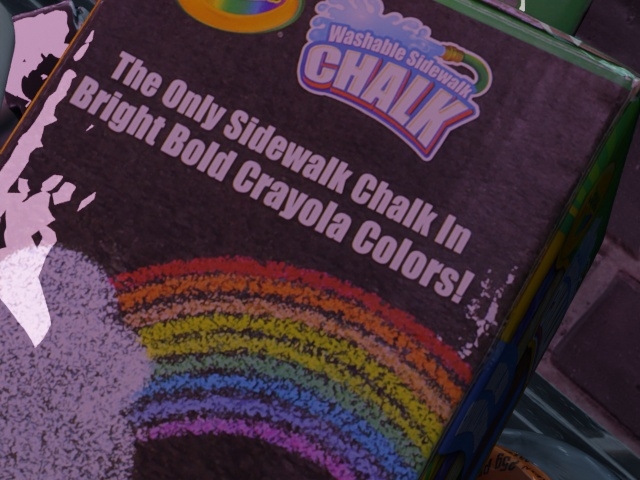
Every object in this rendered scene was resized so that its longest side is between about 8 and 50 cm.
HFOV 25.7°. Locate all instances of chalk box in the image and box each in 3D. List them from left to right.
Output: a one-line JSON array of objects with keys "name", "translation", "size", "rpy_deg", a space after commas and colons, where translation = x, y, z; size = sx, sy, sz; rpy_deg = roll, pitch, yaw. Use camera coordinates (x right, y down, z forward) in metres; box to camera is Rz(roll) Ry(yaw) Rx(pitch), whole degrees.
[{"name": "chalk box", "translation": [0.000, 0.000, 0.521], "size": [0.180, 0.289, 0.179], "rpy_deg": [29, -11, 14]}]

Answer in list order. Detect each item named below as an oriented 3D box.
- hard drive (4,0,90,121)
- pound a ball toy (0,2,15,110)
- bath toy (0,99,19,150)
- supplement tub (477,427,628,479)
[{"name": "hard drive", "translation": [-0.120, -0.007, 0.958], "size": [0.339, 0.064, 0.237], "rpy_deg": [52, 23, -82]}, {"name": "pound a ball toy", "translation": [-0.244, -0.006, 0.648], "size": [0.136, 0.208, 0.319], "rpy_deg": [41, 26, -30]}, {"name": "bath toy", "translation": [-0.342, -0.161, 1.265], "size": [0.129, 0.151, 0.348], "rpy_deg": [-31, 61, -34]}, {"name": "supplement tub", "translation": [0.128, 0.218, 0.778], "size": [0.193, 0.193, 0.316], "rpy_deg": [44, 6, 39]}]
